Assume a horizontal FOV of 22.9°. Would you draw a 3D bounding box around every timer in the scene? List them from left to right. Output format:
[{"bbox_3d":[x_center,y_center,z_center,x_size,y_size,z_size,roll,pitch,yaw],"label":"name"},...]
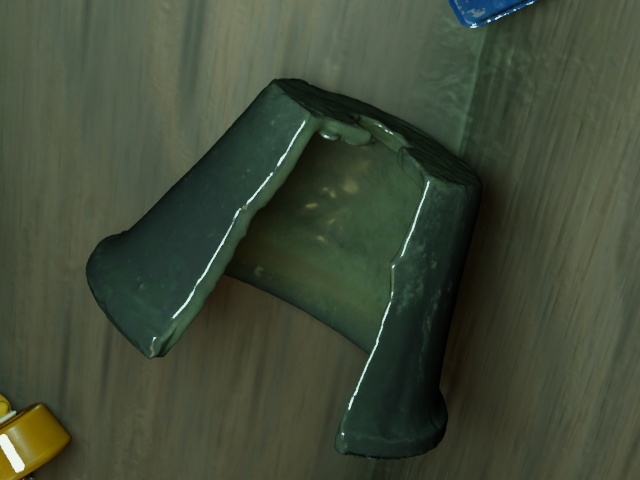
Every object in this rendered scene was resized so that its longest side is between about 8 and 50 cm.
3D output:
[{"bbox_3d":[-0.376,0.196,1.796,0.132,0.132,0.152,-27,95,24],"label":"timer"}]

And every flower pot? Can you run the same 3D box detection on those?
[{"bbox_3d":[0.000,0.000,1.494,0.379,0.379,0.251,23,105,-10],"label":"flower pot"}]

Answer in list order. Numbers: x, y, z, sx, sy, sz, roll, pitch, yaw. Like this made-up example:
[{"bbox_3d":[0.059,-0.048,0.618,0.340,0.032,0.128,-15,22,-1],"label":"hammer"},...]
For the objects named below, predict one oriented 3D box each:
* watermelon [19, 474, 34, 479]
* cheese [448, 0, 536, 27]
[{"bbox_3d":[-0.438,0.314,1.923,0.158,0.121,0.098,-36,146,-21],"label":"watermelon"},{"bbox_3d":[0.104,-0.306,1.376,0.177,0.069,0.270,-23,120,22],"label":"cheese"}]
